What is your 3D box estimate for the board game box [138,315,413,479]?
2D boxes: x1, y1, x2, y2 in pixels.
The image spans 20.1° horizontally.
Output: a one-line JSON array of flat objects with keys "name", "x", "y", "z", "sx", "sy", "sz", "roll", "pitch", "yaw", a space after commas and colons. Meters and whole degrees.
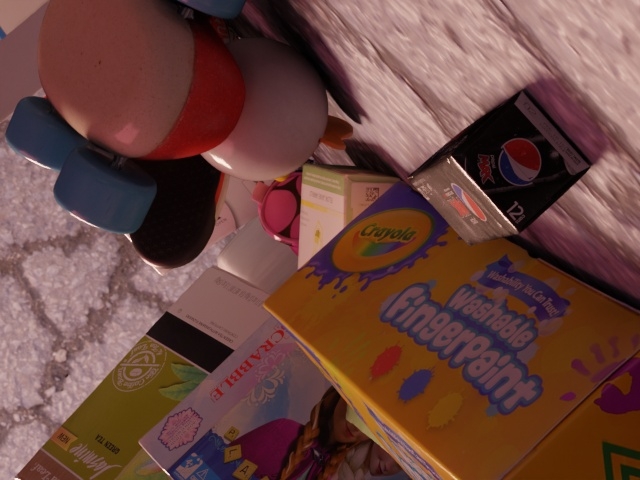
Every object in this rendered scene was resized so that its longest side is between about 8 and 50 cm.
[{"name": "board game box", "x": 0.029, "y": 0.191, "z": 1.810, "sx": 0.066, "sy": 0.318, "sz": 0.319, "roll": 38, "pitch": 170, "yaw": 50}]

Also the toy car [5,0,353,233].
[{"name": "toy car", "x": -0.084, "y": -0.119, "z": 1.414, "sx": 0.238, "sy": 0.219, "sz": 0.210, "roll": 16, "pitch": -164, "yaw": -37}]

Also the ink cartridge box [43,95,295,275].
[{"name": "ink cartridge box", "x": -0.162, "y": -0.098, "z": 1.934, "sx": 0.232, "sy": 0.189, "sz": 0.066, "roll": 50, "pitch": -165, "yaw": -31}]

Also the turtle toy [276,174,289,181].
[{"name": "turtle toy", "x": -0.064, "y": -0.105, "z": 1.767, "sx": 0.095, "sy": 0.066, "sz": 0.130, "roll": 25, "pitch": -179, "yaw": -22}]

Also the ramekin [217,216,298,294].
[{"name": "ramekin", "x": 0.002, "y": 0.071, "z": 2.151, "sx": 0.277, "sy": 0.135, "sz": 0.277, "roll": 47, "pitch": 175, "yaw": 6}]

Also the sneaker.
[{"name": "sneaker", "x": -0.104, "y": -0.087, "z": 1.562, "sx": 0.145, "sy": 0.090, "sz": 0.270, "roll": 49, "pitch": -145, "yaw": -65}]

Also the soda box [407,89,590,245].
[{"name": "soda box", "x": 0.097, "y": -0.037, "z": 1.016, "sx": 0.060, "sy": 0.053, "sz": 0.169, "roll": 48, "pitch": 175, "yaw": -1}]

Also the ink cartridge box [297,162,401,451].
[{"name": "ink cartridge box", "x": 0.023, "y": 0.055, "z": 1.560, "sx": 0.171, "sy": 0.056, "sz": 0.235, "roll": -156, "pitch": 68, "yaw": -76}]

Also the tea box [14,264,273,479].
[{"name": "tea box", "x": -0.088, "y": 0.269, "z": 1.967, "sx": 0.220, "sy": 0.323, "sz": 0.329, "roll": 24, "pitch": 156, "yaw": 47}]

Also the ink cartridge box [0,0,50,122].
[{"name": "ink cartridge box", "x": -0.360, "y": -0.251, "z": 2.001, "sx": 0.151, "sy": 0.270, "sz": 0.395, "roll": 51, "pitch": 174, "yaw": -16}]

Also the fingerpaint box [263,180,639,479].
[{"name": "fingerpaint box", "x": 0.182, "y": 0.178, "z": 1.300, "sx": 0.371, "sy": 0.163, "sz": 0.445, "roll": 50, "pitch": 174, "yaw": -23}]

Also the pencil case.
[{"name": "pencil case", "x": 0.000, "y": 0.000, "z": 1.905, "sx": 0.098, "sy": 0.095, "sz": 0.209, "roll": 12, "pitch": 159, "yaw": 21}]

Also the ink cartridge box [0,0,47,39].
[{"name": "ink cartridge box", "x": -0.286, "y": -0.317, "z": 1.466, "sx": 0.233, "sy": 0.168, "sz": 0.171, "roll": 48, "pitch": 176, "yaw": 4}]
